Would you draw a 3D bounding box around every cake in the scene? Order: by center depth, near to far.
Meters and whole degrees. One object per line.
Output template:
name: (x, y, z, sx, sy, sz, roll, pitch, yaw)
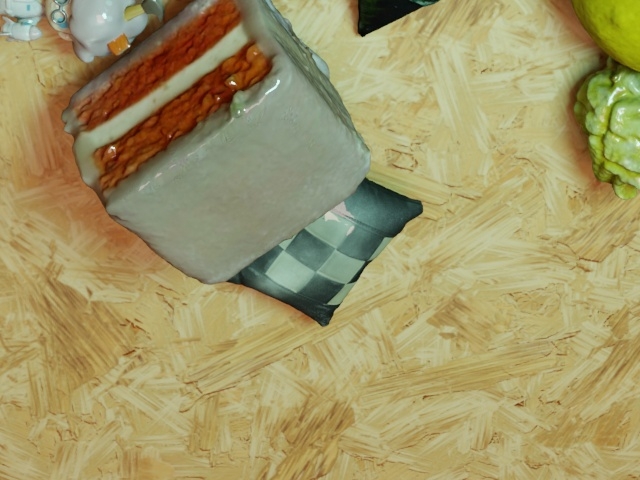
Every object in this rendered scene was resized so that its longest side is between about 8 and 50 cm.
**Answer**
cake: (-0.127, -0.129, 1.372, 0.309, 0.237, 0.230, -37, 138, 13)

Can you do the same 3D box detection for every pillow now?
pillow: (0.000, 0.000, 1.561, 0.186, 0.106, 0.250, 29, 115, -22)

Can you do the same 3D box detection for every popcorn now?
popcorn: (0.438, -0.165, 1.511, 0.186, 0.187, 0.167, -20, 160, -11)

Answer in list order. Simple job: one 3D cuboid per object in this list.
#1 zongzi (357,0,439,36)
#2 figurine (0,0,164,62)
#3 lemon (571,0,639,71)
zongzi: (0.157, -0.366, 1.314, 0.384, 0.319, 0.362, 23, 134, 22)
figurine: (-0.297, -0.284, 1.351, 0.229, 0.112, 0.137, 9, 110, 0)
lemon: (0.417, -0.337, 1.374, 0.234, 0.233, 0.288, -23, 108, 3)
